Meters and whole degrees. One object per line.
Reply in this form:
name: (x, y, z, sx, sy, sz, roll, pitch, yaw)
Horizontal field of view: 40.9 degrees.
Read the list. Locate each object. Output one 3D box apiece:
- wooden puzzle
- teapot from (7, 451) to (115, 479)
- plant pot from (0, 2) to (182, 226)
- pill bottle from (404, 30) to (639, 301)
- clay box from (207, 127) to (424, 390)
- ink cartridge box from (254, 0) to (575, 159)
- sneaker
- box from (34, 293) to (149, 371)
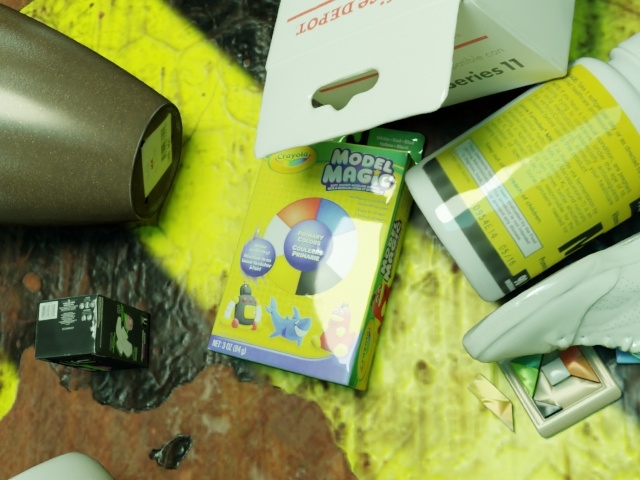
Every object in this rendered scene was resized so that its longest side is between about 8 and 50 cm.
wooden puzzle: (0.174, 0.100, 0.636, 0.116, 0.014, 0.078, -38, 66, 6)
teapot: (-0.225, 0.292, 0.624, 0.253, 0.256, 0.187, -33, 82, -6)
plant pot: (-0.250, -0.099, 0.765, 0.230, 0.215, 0.215, 15, 80, 9)
pill bottle: (0.177, -0.057, 0.622, 0.208, 0.119, 0.119, -34, 66, 9)
clay box: (0.000, 0.000, 0.709, 0.127, 0.053, 0.222, 10, 80, 22)
ink cartridge box: (0.081, -0.217, 0.653, 0.207, 0.119, 0.353, -7, 65, 48)
sneaker: (0.208, 0.053, 0.602, 0.212, 0.080, 0.094, -26, 83, 5)
box: (-0.195, 0.082, 0.741, 0.062, 0.083, 0.052, -8, 71, 19)
